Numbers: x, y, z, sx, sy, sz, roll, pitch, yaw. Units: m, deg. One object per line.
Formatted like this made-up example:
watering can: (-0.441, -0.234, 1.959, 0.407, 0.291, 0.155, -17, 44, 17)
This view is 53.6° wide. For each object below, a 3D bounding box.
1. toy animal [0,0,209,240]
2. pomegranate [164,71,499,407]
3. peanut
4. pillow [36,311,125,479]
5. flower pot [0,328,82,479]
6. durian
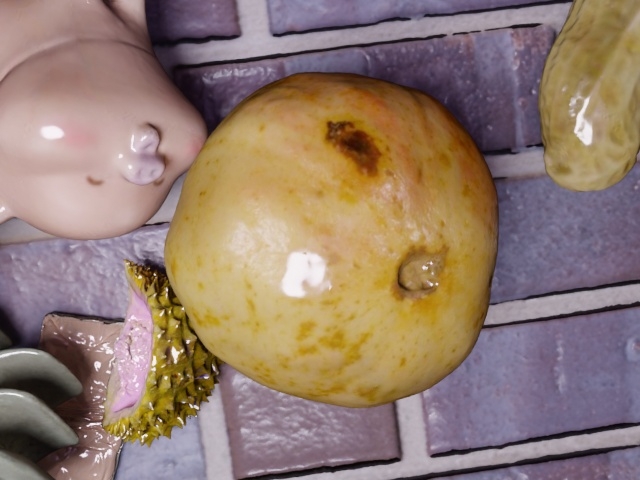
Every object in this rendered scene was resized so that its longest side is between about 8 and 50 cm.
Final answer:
toy animal: (-0.263, -0.148, 0.644, 0.326, 0.237, 0.269, 32, 115, 32)
pomegranate: (0.000, 0.000, 0.639, 0.342, 0.342, 0.343, 0, 92, -3)
peanut: (0.337, -0.204, 0.726, 0.147, 0.147, 0.306, 25, 92, -4)
pillow: (-0.291, 0.204, 0.757, 0.126, 0.043, 0.233, 12, 89, -8)
flower pot: (-0.395, 0.242, 0.604, 0.254, 0.165, 0.368, 12, 55, 26)
durian: (-0.182, 0.134, 0.721, 0.132, 0.165, 0.182, 7, 61, 19)
